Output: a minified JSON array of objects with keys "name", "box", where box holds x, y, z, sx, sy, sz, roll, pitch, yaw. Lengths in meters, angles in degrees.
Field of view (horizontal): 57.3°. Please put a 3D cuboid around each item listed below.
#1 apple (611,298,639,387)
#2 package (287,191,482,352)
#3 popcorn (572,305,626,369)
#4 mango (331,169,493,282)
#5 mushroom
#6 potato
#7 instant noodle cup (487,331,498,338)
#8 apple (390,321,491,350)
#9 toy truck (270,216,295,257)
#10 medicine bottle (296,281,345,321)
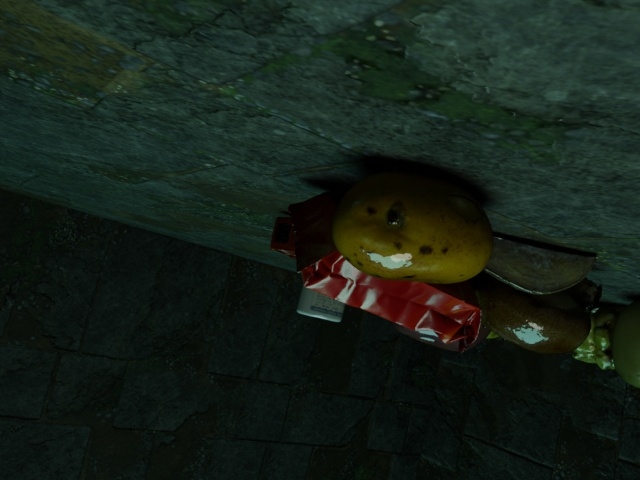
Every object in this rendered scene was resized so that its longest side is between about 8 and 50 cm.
[{"name":"apple","box":[0.850,0.266,1.456,0.263,0.262,0.262,13,173,2]},{"name":"package","box":[0.136,0.055,1.080,0.424,0.123,0.195,26,-148,-25]},{"name":"popcorn","box":[0.853,0.280,1.745,0.256,0.194,0.255,14,-178,2]},{"name":"mango","box":[0.155,-0.009,0.882,0.291,0.159,0.191,20,152,-41]},{"name":"mushroom","box":[0.449,0.135,1.260,0.279,0.162,0.297,7,-160,3]},{"name":"potato","box":[0.387,0.053,1.152,0.262,0.100,0.120,13,172,5]},{"name":"instant noodle cup","box":[0.510,0.208,1.865,0.182,0.182,0.144,14,-179,-8]},{"name":"apple","box":[0.346,0.181,1.667,0.306,0.234,0.305,17,169,3]},{"name":"toy truck","box":[0.000,0.000,1.413,0.253,0.107,0.114,6,171,44]},{"name":"medicine bottle","box":[0.021,0.112,1.713,0.139,0.236,0.139,14,171,2]}]
